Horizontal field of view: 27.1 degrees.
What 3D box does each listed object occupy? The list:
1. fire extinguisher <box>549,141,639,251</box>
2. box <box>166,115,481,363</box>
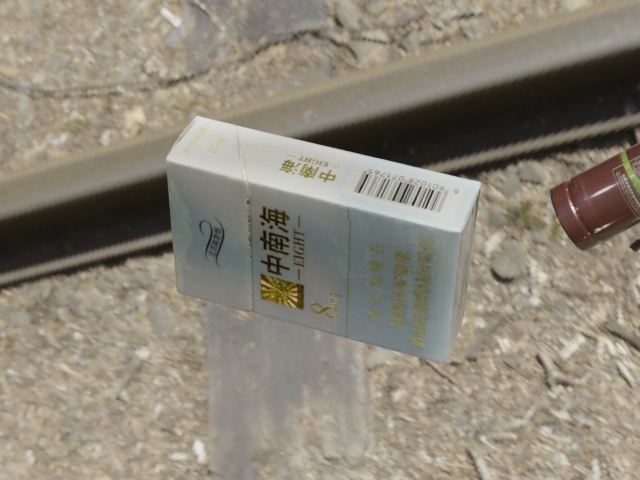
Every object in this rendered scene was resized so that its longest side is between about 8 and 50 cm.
[{"bbox_3d":[0.472,-0.090,1.695,0.341,0.141,0.105,-28,21,23],"label":"fire extinguisher"},{"bbox_3d":[0.000,0.000,1.072,0.242,0.155,0.067,13,43,14],"label":"box"}]
